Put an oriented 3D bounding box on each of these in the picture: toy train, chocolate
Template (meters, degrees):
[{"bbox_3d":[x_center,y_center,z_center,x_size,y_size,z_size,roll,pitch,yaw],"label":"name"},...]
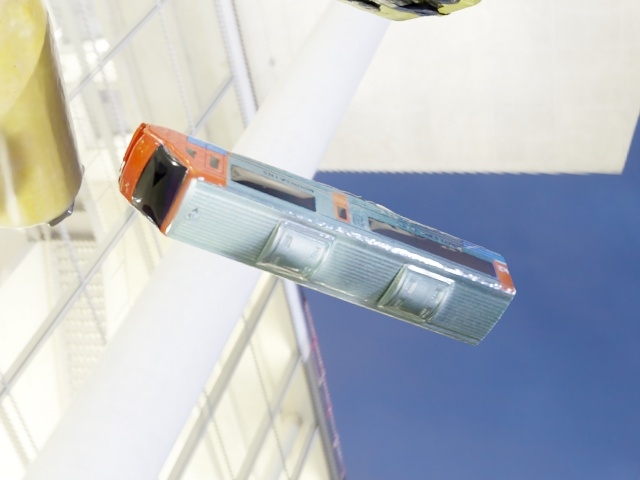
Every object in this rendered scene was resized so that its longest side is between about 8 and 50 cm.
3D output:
[{"bbox_3d":[0.000,0.000,0.981,0.409,0.089,0.086,20,-59,-20],"label":"toy train"},{"bbox_3d":[-0.349,-0.192,1.029,0.162,0.162,0.445,18,-34,6],"label":"chocolate"}]

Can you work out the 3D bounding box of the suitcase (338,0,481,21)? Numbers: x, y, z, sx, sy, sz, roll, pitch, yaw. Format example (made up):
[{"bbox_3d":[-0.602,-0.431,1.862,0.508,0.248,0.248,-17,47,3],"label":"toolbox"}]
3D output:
[{"bbox_3d":[0.055,-0.319,0.892,0.193,0.235,0.143,9,-7,-43],"label":"suitcase"}]
